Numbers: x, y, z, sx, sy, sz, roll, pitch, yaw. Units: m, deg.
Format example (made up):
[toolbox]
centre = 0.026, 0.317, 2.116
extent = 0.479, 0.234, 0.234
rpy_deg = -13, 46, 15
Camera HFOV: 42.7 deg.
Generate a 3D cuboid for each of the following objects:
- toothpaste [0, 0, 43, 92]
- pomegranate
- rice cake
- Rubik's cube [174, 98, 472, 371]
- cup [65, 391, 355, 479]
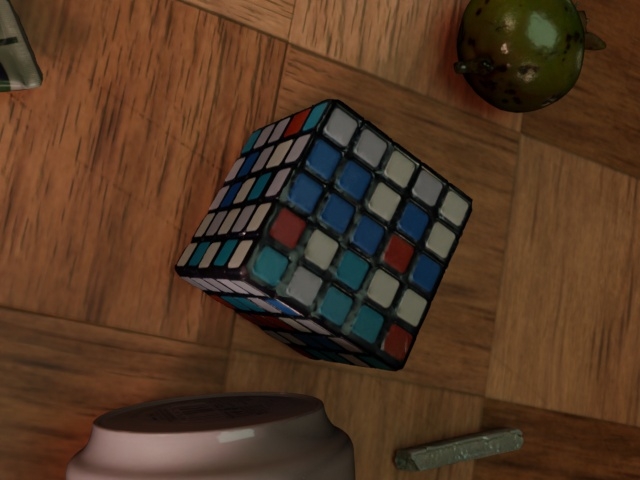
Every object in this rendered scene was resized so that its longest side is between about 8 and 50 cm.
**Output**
[toothpaste]
centre = -0.419, -0.125, 0.631
extent = 0.392, 0.061, 0.099
rpy_deg = -20, 82, -30
[pomegranate]
centre = 0.244, -0.235, 0.974
extent = 0.220, 0.156, 0.156
rpy_deg = -33, 103, -59
[rice cake]
centre = 0.161, 0.237, 0.934
extent = 0.170, 0.033, 0.029
rpy_deg = -2, 86, -29
[Rubik's cube]
centre = 0.000, 0.000, 0.781
extent = 0.182, 0.187, 0.184
rpy_deg = 34, 73, -23
[cup]
centre = -0.060, 0.303, 0.714
extent = 0.322, 0.236, 0.327
rpy_deg = 1, 84, -58
